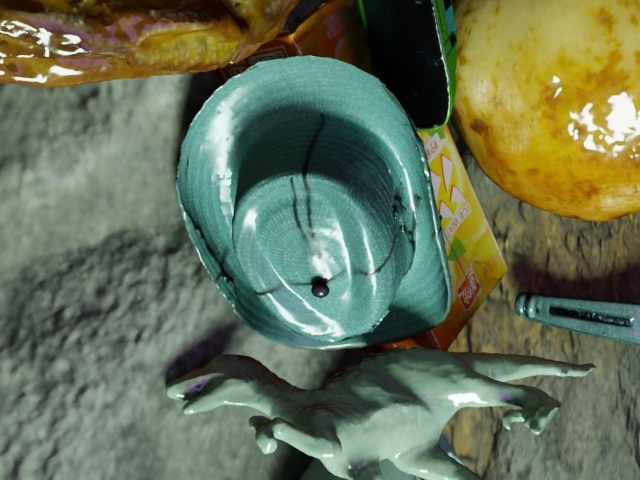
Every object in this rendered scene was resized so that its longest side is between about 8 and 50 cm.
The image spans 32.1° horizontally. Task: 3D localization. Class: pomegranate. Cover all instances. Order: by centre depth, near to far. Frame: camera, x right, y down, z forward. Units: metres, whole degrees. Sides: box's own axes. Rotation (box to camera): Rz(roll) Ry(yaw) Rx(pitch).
[{"bbox_3d":[0.189,-0.134,0.735,0.248,0.248,0.248,2,88,-46],"label":"pomegranate"}]

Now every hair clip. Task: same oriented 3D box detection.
[{"bbox_3d":[0.224,0.064,0.890,0.229,0.070,0.039,8,87,-38],"label":"hair clip"}]

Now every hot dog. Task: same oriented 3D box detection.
[{"bbox_3d":[-0.095,-0.160,0.510,0.259,0.114,0.175,-26,120,-44],"label":"hot dog"}]

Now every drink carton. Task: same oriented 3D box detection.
[{"bbox_3d":[0.029,-0.044,0.672,0.096,0.071,0.223,-47,122,-36],"label":"drink carton"}]

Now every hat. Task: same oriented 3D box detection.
[{"bbox_3d":[0.000,0.000,0.593,0.078,0.138,0.191,-75,145,-58],"label":"hat"}]

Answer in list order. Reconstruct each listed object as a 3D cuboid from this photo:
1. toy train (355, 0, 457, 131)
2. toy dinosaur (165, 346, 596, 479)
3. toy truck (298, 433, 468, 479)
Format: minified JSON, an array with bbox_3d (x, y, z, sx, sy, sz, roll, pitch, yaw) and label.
[{"bbox_3d":[0.039,-0.161,0.586,0.042,0.044,0.209,-54,135,-52],"label":"toy train"},{"bbox_3d":[0.057,0.085,0.631,0.242,0.167,0.053,-23,136,-39],"label":"toy dinosaur"},{"bbox_3d":[0.019,0.207,0.632,0.140,0.108,0.256,47,51,-17],"label":"toy truck"}]
